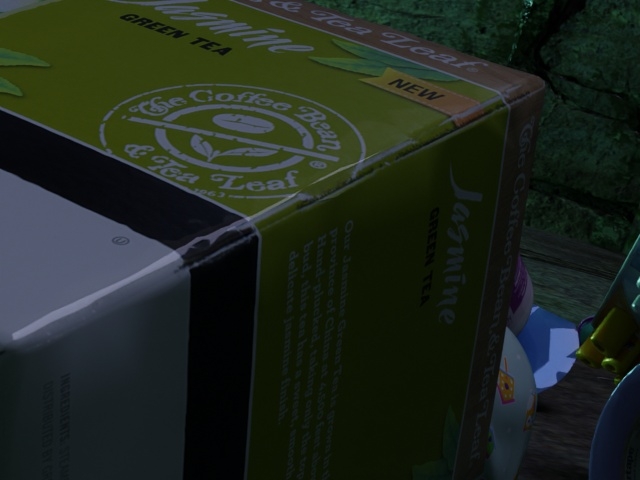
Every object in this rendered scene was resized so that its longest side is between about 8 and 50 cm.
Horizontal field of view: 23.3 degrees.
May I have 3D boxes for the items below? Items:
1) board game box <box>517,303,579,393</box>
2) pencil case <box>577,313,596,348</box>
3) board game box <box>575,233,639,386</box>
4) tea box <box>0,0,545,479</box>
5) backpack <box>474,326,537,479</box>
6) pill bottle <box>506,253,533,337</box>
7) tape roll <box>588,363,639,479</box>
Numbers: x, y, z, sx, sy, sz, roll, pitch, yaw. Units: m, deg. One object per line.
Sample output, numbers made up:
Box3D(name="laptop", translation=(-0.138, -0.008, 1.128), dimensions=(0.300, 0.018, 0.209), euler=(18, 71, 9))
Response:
Box3D(name="board game box", translation=(0.202, 0.122, 1.716), dimensions=(0.169, 0.033, 0.133), euler=(26, 53, 32))
Box3D(name="pencil case", translation=(0.415, 0.138, 2.176), dimensions=(0.064, 0.070, 0.152), euler=(23, 7, 31))
Box3D(name="board game box", translation=(0.400, 0.125, 1.218), dimensions=(0.390, 0.050, 0.390), euler=(37, -20, 13))
Box3D(name="tea box", translation=(-0.132, 0.020, 0.680), dimensions=(0.329, 0.220, 0.323), euler=(22, 31, 29))
Box3D(name="backpack", translation=(0.028, 0.116, 0.877), dimensions=(0.166, 0.188, 0.144), euler=(25, 9, 37))
Box3D(name="pill bottle", translation=(0.101, -0.016, 1.624), dimensions=(0.169, 0.169, 0.301), euler=(26, -26, 47))
Box3D(name="tape roll", translation=(0.296, 0.171, 1.137), dimensions=(0.080, 0.189, 0.189), euler=(13, 9, -44))
